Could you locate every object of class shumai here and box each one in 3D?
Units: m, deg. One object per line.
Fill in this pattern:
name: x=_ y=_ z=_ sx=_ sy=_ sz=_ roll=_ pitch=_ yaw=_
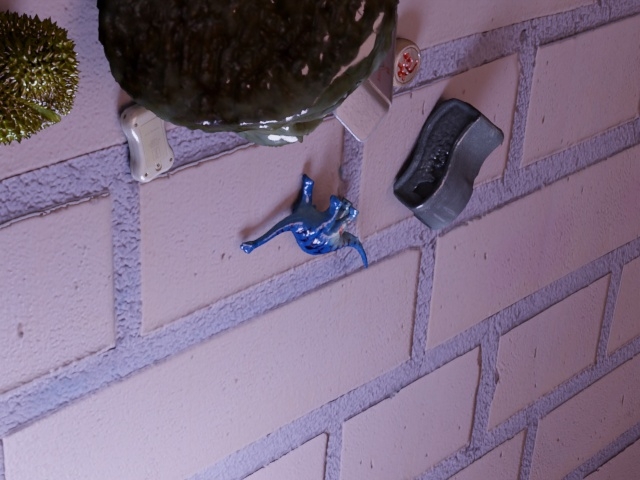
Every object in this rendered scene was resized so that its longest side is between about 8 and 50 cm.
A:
shumai: x=-0.072 y=-0.309 z=1.828 sx=0.348 sy=0.395 sz=0.395 roll=-5 pitch=119 yaw=-78

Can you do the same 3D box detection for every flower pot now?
flower pot: x=0.229 y=-0.140 z=2.434 sx=0.229 sy=0.103 sz=0.108 roll=-60 pitch=143 yaw=-3

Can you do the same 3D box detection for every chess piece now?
chess piece: x=0.135 y=-0.304 z=2.274 sx=0.084 sy=0.038 sz=0.083 roll=-27 pitch=131 yaw=-36

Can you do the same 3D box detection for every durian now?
durian: x=-0.389 y=-0.199 z=1.616 sx=0.198 sy=0.146 sz=0.159 roll=-14 pitch=138 yaw=-40

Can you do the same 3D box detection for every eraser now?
eraser: x=0.070 y=-0.294 z=2.042 sx=0.089 sy=0.061 sz=0.351 roll=44 pitch=34 yaw=-30

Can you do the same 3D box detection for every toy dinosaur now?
toy dinosaur: x=0.006 y=-0.027 z=2.257 sx=0.329 sy=0.076 sz=0.144 roll=8 pitch=112 yaw=-50

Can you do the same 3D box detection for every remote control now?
remote control: x=-0.248 y=-0.145 z=1.906 sx=0.074 sy=0.032 sz=0.122 roll=-34 pitch=136 yaw=-34
